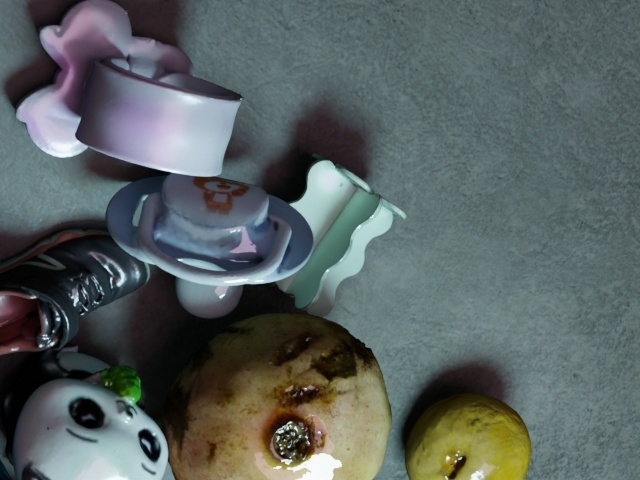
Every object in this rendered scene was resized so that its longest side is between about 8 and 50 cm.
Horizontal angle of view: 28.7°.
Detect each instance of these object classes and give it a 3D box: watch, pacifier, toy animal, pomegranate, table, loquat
[{"bbox_3d":[-0.227,-0.177,1.567,0.248,0.217,0.211,11,102,-32],"label":"watch"},{"bbox_3d":[-0.155,0.023,1.674,0.278,0.227,0.207,12,129,-1],"label":"pacifier"},{"bbox_3d":[-0.312,0.256,1.654,0.212,0.266,0.213,-7,106,-26],"label":"toy animal"},{"bbox_3d":[-0.057,0.251,1.713,0.322,0.322,0.322,-10,112,-26],"label":"pomegranate"},{"bbox_3d":[0.000,0.000,1.788,0.166,0.166,0.198,36,88,-33],"label":"table"},{"bbox_3d":[0.240,0.352,2.030,0.208,0.208,0.208,-10,112,-26],"label":"loquat"}]

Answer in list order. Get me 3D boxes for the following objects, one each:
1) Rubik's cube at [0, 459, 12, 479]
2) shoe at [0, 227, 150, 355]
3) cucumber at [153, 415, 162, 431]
[{"bbox_3d":[-0.550,0.335,1.535,0.293,0.283,0.288,-42,121,-14],"label":"Rubik's cube"},{"bbox_3d":[-0.354,0.072,1.635,0.290,0.137,0.114,-22,118,-23],"label":"shoe"},{"bbox_3d":[-0.158,0.356,1.885,0.081,0.072,0.303,-41,123,-10],"label":"cucumber"}]
